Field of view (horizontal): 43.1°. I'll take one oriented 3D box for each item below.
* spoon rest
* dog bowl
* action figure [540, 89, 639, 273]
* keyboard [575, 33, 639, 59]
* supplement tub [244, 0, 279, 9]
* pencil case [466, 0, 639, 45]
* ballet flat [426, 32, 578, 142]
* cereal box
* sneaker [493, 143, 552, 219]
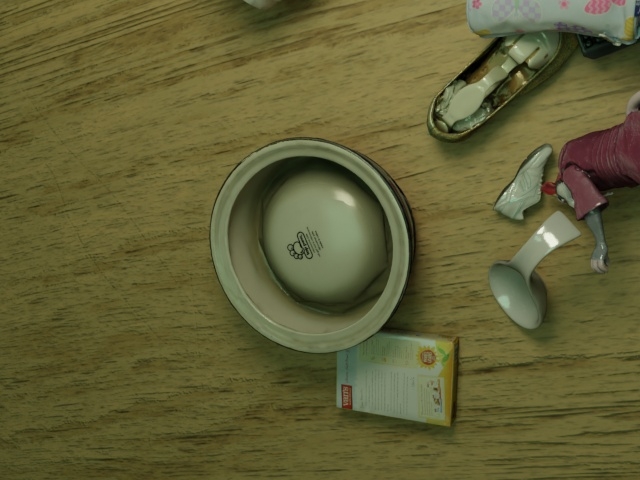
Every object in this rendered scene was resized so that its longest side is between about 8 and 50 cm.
[{"bbox_3d":[0.352,0.059,1.386,0.137,0.084,0.276,52,156,25],"label":"spoon rest"},{"bbox_3d":[0.000,0.000,1.556,0.408,0.150,0.408,5,103,22],"label":"dog bowl"},{"bbox_3d":[0.467,-0.131,1.249,0.275,0.248,0.370,48,149,-15],"label":"action figure"},{"bbox_3d":[0.537,-0.434,1.270,0.317,0.033,0.201,-21,92,14],"label":"keyboard"},{"bbox_3d":[-0.048,-0.591,1.407,0.331,0.241,0.241,-40,84,25],"label":"supplement tub"},{"bbox_3d":[0.365,-0.372,1.254,0.273,0.113,0.124,10,127,26],"label":"pencil case"},{"bbox_3d":[0.314,-0.293,1.378,0.348,0.123,0.123,-43,82,24],"label":"ballet flat"},{"bbox_3d":[0.148,0.261,1.599,0.240,0.047,0.173,6,103,23],"label":"cereal box"},{"bbox_3d":[0.369,-0.103,1.432,0.061,0.053,0.152,33,118,5],"label":"sneaker"}]
